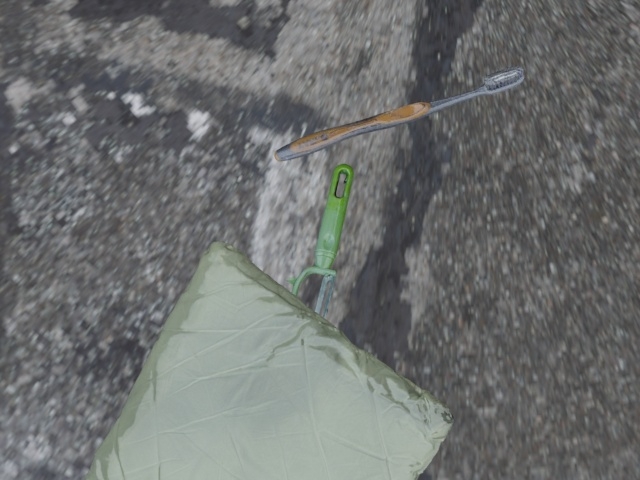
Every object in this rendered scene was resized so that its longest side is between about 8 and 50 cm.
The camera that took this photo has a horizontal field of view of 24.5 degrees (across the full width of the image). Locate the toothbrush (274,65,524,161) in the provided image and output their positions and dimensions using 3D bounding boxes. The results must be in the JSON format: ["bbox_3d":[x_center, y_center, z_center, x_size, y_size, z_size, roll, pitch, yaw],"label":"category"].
[{"bbox_3d":[0.096,-0.151,1.781,0.321,0.031,0.023,-20,63,-2],"label":"toothbrush"}]

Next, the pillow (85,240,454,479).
[{"bbox_3d":[-0.050,0.184,1.268,0.274,0.076,0.281,35,108,23],"label":"pillow"}]

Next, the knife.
[{"bbox_3d":[0.000,0.000,1.670,0.054,0.015,0.212,12,62,4],"label":"knife"}]
